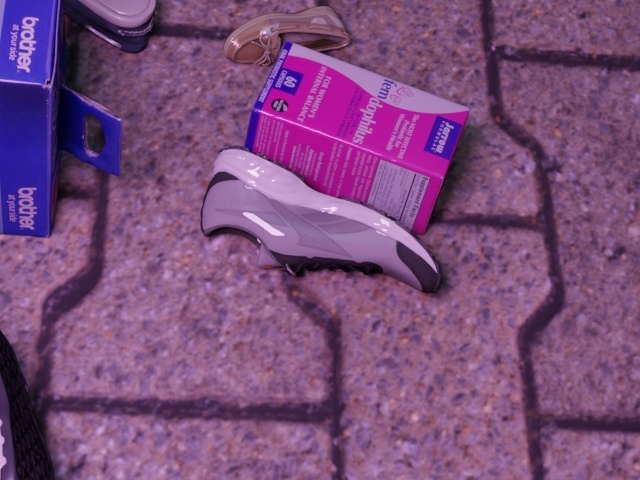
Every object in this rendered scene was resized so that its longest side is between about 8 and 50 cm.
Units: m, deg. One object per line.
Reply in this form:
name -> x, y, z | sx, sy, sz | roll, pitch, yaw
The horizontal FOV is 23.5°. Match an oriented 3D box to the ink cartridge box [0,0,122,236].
ink cartridge box -> -0.395, -0.139, 1.530 | 0.395, 0.270, 0.151 | 3, 57, -8

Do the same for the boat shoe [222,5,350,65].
boat shoe -> -0.039, -0.232, 1.788 | 0.153, 0.056, 0.048 | -15, 55, -27

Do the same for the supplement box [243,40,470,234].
supplement box -> 0.037, -0.112, 1.684 | 0.220, 0.114, 0.111 | 21, 54, 2

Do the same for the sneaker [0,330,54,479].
sneaker -> -0.310, 0.173, 1.382 | 0.097, 0.084, 0.235 | -28, 47, 3

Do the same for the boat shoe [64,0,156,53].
boat shoe -> -0.296, -0.309, 1.781 | 0.254, 0.079, 0.095 | 33, 55, 10

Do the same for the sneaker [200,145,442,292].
sneaker -> 0.000, 0.000, 1.624 | 0.271, 0.100, 0.108 | 23, 80, 3

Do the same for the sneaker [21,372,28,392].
sneaker -> -0.354, 0.100, 1.496 | 0.169, 0.071, 0.068 | 27, 56, 10
